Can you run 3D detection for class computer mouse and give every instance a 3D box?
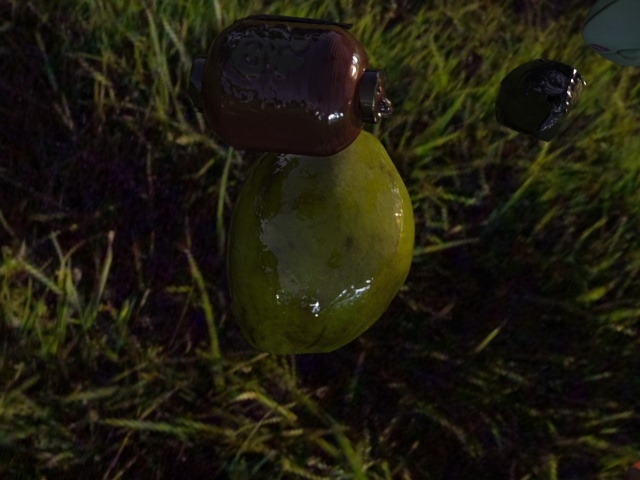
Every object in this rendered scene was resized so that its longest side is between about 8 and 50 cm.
[{"bbox_3d":[0.327,-0.226,1.511,0.073,0.217,0.122,26,97,-20],"label":"computer mouse"},{"bbox_3d":[0.458,-0.284,1.142,0.159,0.288,0.097,17,50,-41],"label":"computer mouse"}]

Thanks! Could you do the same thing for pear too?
[{"bbox_3d":[0.000,0.000,1.660,0.352,0.352,0.413,16,88,-13],"label":"pear"}]

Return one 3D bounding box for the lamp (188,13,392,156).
[{"bbox_3d":[-0.037,-0.197,1.214,0.258,0.180,0.180,5,54,13],"label":"lamp"}]

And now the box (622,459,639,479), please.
[{"bbox_3d":[0.173,0.168,0.334,0.182,0.099,0.133,17,86,24],"label":"box"}]
